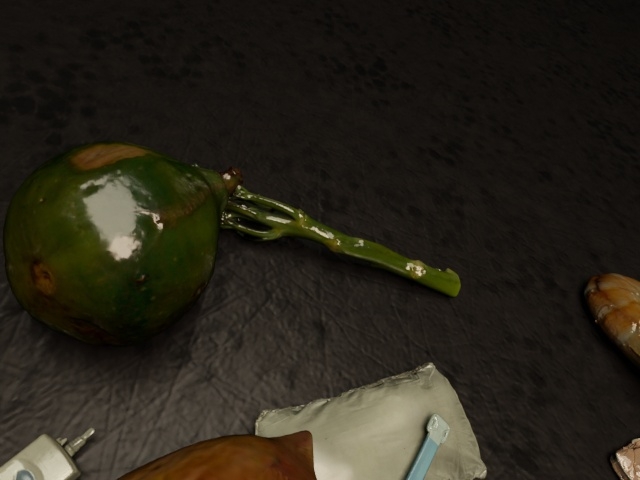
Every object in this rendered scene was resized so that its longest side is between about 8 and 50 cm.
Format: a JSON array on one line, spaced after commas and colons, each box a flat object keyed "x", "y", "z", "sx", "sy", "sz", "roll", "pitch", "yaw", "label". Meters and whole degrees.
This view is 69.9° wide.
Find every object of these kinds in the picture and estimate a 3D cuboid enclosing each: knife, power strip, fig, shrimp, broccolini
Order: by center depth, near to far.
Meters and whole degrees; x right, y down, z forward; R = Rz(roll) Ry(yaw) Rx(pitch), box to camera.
[{"x": -0.264, "y": 0.219, "z": 0.357, "sx": 0.047, "sy": 0.030, "sz": 0.191, "roll": 41, "pitch": 53, "yaw": 12, "label": "power strip"}, {"x": 0.098, "y": 0.213, "z": 0.442, "sx": 0.027, "sy": 0.010, "sz": 0.096, "roll": 45, "pitch": 59, "yaw": -11, "label": "knife"}, {"x": -0.177, "y": -0.008, "z": 0.469, "sx": 0.195, "sy": 0.195, "sz": 0.245, "roll": 43, "pitch": 41, "yaw": 15, "label": "fig"}, {"x": 0.002, "y": -0.005, "z": 0.614, "sx": 0.392, "sy": 0.079, "sz": 0.074, "roll": 22, "pitch": 39, "yaw": -12, "label": "broccolini"}, {"x": 0.489, "y": 0.155, "z": 0.638, "sx": 0.152, "sy": 0.063, "sz": 0.287, "roll": 2, "pitch": 44, "yaw": -25, "label": "shrimp"}]

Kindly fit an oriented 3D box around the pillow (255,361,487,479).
[{"x": 0.056, "y": 0.207, "z": 0.464, "sx": 0.229, "sy": 0.051, "sz": 0.128, "roll": -8, "pitch": 59, "yaw": -24, "label": "pillow"}]

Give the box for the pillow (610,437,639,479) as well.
[{"x": 0.471, "y": 0.286, "z": 0.558, "sx": 0.232, "sy": 0.043, "sz": 0.126, "roll": -7, "pitch": 52, "yaw": -21, "label": "pillow"}]

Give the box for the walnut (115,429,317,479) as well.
[{"x": -0.097, "y": 0.241, "z": 0.293, "sx": 0.203, "sy": 0.203, "sz": 0.298, "roll": 38, "pitch": 59, "yaw": 10, "label": "walnut"}]
